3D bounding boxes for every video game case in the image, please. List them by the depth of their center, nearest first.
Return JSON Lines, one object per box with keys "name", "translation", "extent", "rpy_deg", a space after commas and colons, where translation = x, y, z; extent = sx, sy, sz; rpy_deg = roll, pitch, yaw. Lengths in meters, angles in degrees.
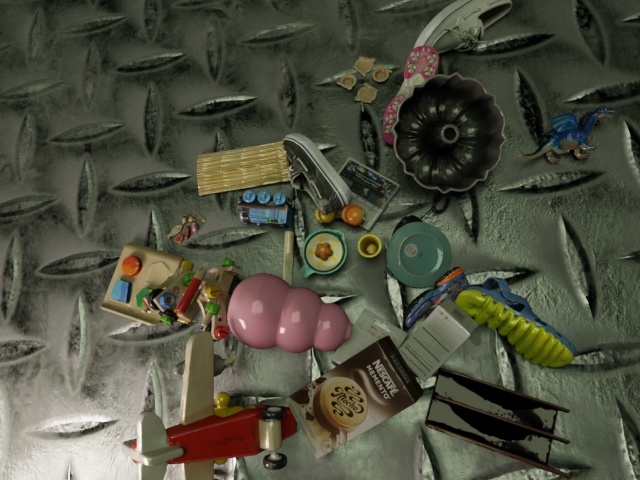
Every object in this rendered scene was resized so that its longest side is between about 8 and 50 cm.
{"name": "video game case", "translation": [0.119, -0.145, 1.420], "extent": [0.190, 0.022, 0.173], "rpy_deg": [33, 81, 19]}

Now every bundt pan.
{"name": "bundt pan", "translation": [0.354, -0.302, 1.328], "extent": [0.330, 0.124, 0.331], "rpy_deg": [-1, 96, -5]}

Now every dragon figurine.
{"name": "dragon figurine", "translation": [0.700, -0.308, 1.334], "extent": [0.289, 0.085, 0.144], "rpy_deg": [-9, 71, 6]}

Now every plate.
{"name": "plate", "translation": [0.281, 0.040, 1.301], "extent": [0.188, 0.024, 0.188], "rpy_deg": [0, 86, -3]}

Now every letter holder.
{"name": "letter holder", "translation": [0.416, 0.419, 1.084], "extent": [0.301, 0.214, 0.152], "rpy_deg": [16, 76, 15]}

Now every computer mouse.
{"name": "computer mouse", "translation": [0.300, -0.069, 1.359], "extent": [0.242, 0.041, 0.071], "rpy_deg": [-42, 79, -12]}

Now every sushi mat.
{"name": "sushi mat", "translation": [-0.256, -0.239, 1.516], "extent": [0.316, 0.019, 0.152], "rpy_deg": [-8, 73, 8]}

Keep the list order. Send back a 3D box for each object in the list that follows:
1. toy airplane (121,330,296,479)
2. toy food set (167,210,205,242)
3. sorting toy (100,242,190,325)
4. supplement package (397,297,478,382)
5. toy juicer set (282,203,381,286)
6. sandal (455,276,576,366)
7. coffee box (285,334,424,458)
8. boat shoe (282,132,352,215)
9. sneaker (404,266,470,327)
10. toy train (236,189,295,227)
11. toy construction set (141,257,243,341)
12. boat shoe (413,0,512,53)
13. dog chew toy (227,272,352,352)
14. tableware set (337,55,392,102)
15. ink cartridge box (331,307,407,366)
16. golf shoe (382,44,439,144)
{"name": "toy airplane", "translation": [-0.295, 0.485, 1.156], "extent": [0.384, 0.272, 0.386], "rpy_deg": [47, 69, -15]}
{"name": "toy food set", "translation": [-0.433, -0.040, 1.483], "extent": [0.078, 0.019, 0.122], "rpy_deg": [40, 83, 19]}
{"name": "sorting toy", "translation": [-0.518, 0.142, 1.429], "extent": [0.307, 0.041, 0.229], "rpy_deg": [14, 76, 14]}
{"name": "supplement package", "translation": [0.298, 0.253, 1.180], "extent": [0.105, 0.105, 0.179], "rpy_deg": [43, 114, 18]}
{"name": "toy juicer set", "translation": [0.000, 0.000, 1.348], "extent": [0.328, 0.089, 0.209], "rpy_deg": [-21, 74, 9]}
{"name": "sandal", "translation": [0.515, 0.199, 1.192], "extent": [0.317, 0.126, 0.138], "rpy_deg": [37, 51, 9]}
{"name": "coffee box", "translation": [0.084, 0.388, 1.155], "extent": [0.297, 0.119, 0.168], "rpy_deg": [-37, 73, 16]}
{"name": "boat shoe", "translation": [-0.041, -0.207, 1.384], "extent": [0.119, 0.121, 0.335], "rpy_deg": [-32, 54, -11]}
{"name": "sneaker", "translation": [0.320, 0.168, 1.256], "extent": [0.221, 0.083, 0.087], "rpy_deg": [-40, 83, 1]}
{"name": "toy train", "translation": [-0.171, -0.096, 1.426], "extent": [0.184, 0.080, 0.105], "rpy_deg": [5, 79, 11]}
{"name": "toy construction set", "translation": [-0.326, 0.123, 1.276], "extent": [0.257, 0.309, 0.237], "rpy_deg": [28, 66, -10]}
{"name": "boat shoe", "translation": [0.474, -0.674, 1.478], "extent": [0.367, 0.136, 0.156], "rpy_deg": [-38, 73, -13]}
{"name": "dog chew toy", "translation": [-0.078, 0.210, 1.253], "extent": [0.331, 0.207, 0.207], "rpy_deg": [12, 75, 6]}
{"name": "tableware set", "translation": [0.149, -0.541, 1.541], "extent": [0.141, 0.020, 0.169], "rpy_deg": [34, 81, 18]}
{"name": "ink cartridge box", "translation": [0.135, 0.298, 1.276], "extent": [0.145, 0.045, 0.179], "rpy_deg": [29, 61, 18]}
{"name": "golf shoe", "translation": [0.288, -0.440, 1.443], "extent": [0.115, 0.140, 0.306], "rpy_deg": [26, 101, 11]}
